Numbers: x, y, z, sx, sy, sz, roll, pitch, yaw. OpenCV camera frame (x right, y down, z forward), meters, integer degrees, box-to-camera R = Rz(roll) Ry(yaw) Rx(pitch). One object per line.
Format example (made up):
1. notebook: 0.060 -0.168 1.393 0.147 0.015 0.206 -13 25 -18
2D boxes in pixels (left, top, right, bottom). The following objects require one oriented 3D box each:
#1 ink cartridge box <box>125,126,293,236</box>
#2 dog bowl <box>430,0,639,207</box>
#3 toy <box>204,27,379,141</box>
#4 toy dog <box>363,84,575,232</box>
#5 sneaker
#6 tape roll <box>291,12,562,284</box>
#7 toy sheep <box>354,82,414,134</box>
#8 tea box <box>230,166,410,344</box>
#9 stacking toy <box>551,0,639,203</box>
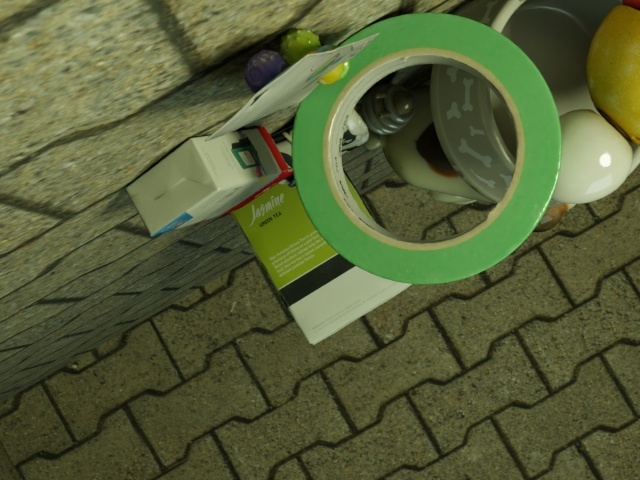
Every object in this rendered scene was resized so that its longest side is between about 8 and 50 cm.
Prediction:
1. ink cartridge box: -0.140 -0.088 1.115 0.134 0.078 0.231 -31 177 28
2. dog bowl: 0.331 -0.213 1.127 0.348 0.349 0.102 -29 -166 -16
3. toy: -0.032 -0.180 0.838 0.137 0.056 0.237 -36 180 27
4. toy dog: 0.313 -0.174 1.390 0.395 0.285 0.408 10 -169 -32
5. sneaker: -0.022 -0.141 1.207 0.153 0.094 0.235 -38 -172 -8
6. tape roll: 0.127 -0.109 0.980 0.321 0.321 0.077 -31 176 13
7. toy sheep: 0.105 -0.216 1.329 0.091 0.091 0.132 -28 -169 -35
8. tea box: 0.000 0.000 1.565 0.220 0.324 0.329 -31 176 2
9. stacking toy: 0.447 -0.233 0.986 0.480 0.351 0.350 -44 173 15
